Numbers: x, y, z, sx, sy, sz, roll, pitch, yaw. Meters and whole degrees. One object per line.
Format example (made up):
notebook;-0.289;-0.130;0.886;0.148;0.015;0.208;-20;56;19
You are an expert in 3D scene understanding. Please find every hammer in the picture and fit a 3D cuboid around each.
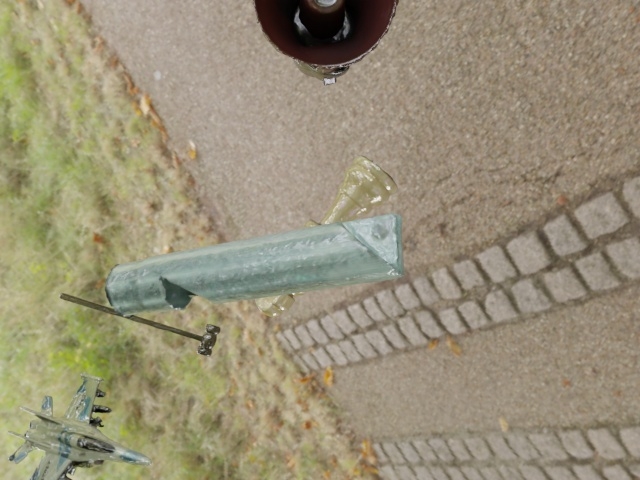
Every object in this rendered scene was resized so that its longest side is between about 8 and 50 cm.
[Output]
hammer;-0.315;0.140;1.147;0.292;0.058;0.029;23;171;-27

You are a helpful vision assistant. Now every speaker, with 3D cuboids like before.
speaker;-0.030;-0.370;1.002;0.259;0.198;0.329;48;180;-10

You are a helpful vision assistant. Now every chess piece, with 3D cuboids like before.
chess piece;0.000;0.000;1.400;0.117;0.397;0.117;40;177;2

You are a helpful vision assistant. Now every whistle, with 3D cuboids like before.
whistle;-0.069;0.028;0.625;0.312;0.062;0.062;-10;123;23

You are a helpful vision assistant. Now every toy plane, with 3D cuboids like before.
toy plane;-0.317;0.280;0.881;0.261;0.192;0.088;7;150;26
